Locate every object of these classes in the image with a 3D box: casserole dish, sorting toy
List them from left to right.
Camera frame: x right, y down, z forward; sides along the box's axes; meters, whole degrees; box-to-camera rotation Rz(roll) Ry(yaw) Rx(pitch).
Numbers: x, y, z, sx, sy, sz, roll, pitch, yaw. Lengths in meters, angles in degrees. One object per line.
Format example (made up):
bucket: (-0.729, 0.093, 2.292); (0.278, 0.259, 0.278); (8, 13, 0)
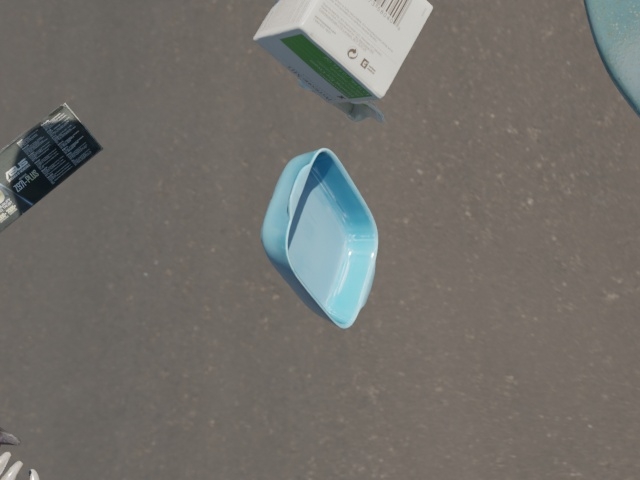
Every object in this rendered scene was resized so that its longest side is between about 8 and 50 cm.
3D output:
casserole dish: (0.000, 0.000, 0.772); (0.037, 0.188, 0.114); (7, 64, 28)
sorting toy: (0.032, -0.147, 0.915); (0.045, 0.083, 0.075); (-53, 45, 11)

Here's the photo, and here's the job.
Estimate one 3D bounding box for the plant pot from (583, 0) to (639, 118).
plant pot: (0.446, -0.278, 1.013); (0.247, 0.252, 0.248); (-41, 10, 47)

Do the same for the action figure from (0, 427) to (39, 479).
action figure: (-0.248, 0.136, 0.509); (0.141, 0.164, 0.275); (-39, 33, 31)

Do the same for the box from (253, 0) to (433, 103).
box: (0.019, -0.188, 0.774); (0.087, 0.101, 0.102); (10, 67, 58)

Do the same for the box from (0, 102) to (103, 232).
box: (-0.390, -0.083, 1.153); (0.180, 0.077, 0.147); (-45, 19, -24)
